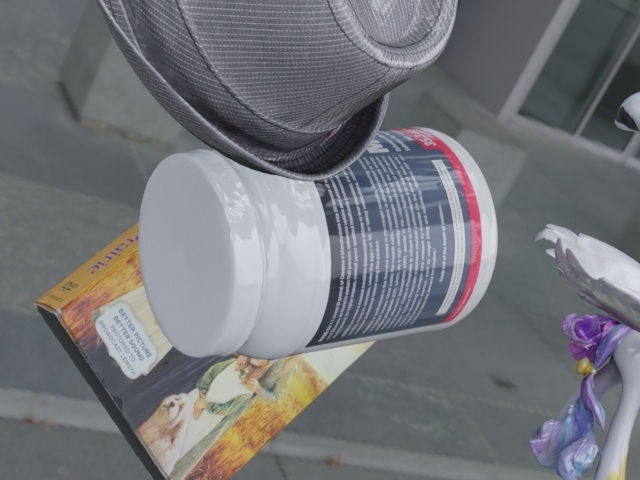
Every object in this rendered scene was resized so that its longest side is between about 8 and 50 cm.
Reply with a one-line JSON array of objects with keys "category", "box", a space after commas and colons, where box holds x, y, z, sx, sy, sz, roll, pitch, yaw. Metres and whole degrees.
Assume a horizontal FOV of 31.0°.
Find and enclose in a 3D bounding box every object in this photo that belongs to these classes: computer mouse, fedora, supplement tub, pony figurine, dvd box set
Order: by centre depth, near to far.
[{"category": "fedora", "box": [-0.011, -0.176, 0.624, 0.243, 0.124, 0.275, 9, 68, -48]}, {"category": "supplement tub", "box": [0.000, 0.000, 1.007, 0.272, 0.191, 0.191, -6, 36, -35]}, {"category": "computer mouse", "box": [0.379, -0.142, 1.283, 0.106, 0.042, 0.193, -11, 13, -5]}, {"category": "dvd box set", "box": [-0.079, 0.065, 1.335, 0.062, 0.420, 0.307, 13, -44, 52]}, {"category": "pony figurine", "box": [0.399, 0.140, 1.383, 0.351, 0.363, 0.303, 23, 14, 3]}]
